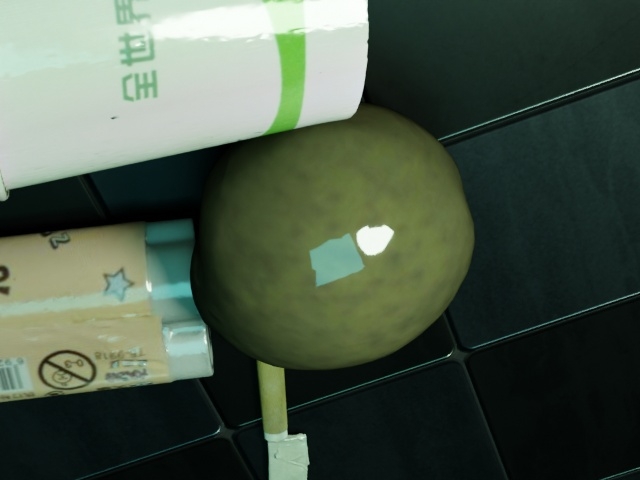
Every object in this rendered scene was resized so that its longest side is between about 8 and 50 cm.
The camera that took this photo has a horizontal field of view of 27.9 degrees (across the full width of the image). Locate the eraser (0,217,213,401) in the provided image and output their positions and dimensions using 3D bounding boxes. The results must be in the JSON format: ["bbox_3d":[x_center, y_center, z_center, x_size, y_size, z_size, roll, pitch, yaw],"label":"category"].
[{"bbox_3d":[-0.247,0.075,1.154,0.291,0.087,0.171,-6,130,-2],"label":"eraser"}]

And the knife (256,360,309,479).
[{"bbox_3d":[-0.036,0.208,1.323,0.047,0.017,0.298,-9,127,-9],"label":"knife"}]

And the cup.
[{"bbox_3d":[-0.116,-0.166,0.907,0.274,0.253,0.253,-7,127,-10],"label":"cup"}]

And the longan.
[{"bbox_3d":[0.000,0.000,1.052,0.248,0.248,0.248,-4,127,-5],"label":"longan"}]
